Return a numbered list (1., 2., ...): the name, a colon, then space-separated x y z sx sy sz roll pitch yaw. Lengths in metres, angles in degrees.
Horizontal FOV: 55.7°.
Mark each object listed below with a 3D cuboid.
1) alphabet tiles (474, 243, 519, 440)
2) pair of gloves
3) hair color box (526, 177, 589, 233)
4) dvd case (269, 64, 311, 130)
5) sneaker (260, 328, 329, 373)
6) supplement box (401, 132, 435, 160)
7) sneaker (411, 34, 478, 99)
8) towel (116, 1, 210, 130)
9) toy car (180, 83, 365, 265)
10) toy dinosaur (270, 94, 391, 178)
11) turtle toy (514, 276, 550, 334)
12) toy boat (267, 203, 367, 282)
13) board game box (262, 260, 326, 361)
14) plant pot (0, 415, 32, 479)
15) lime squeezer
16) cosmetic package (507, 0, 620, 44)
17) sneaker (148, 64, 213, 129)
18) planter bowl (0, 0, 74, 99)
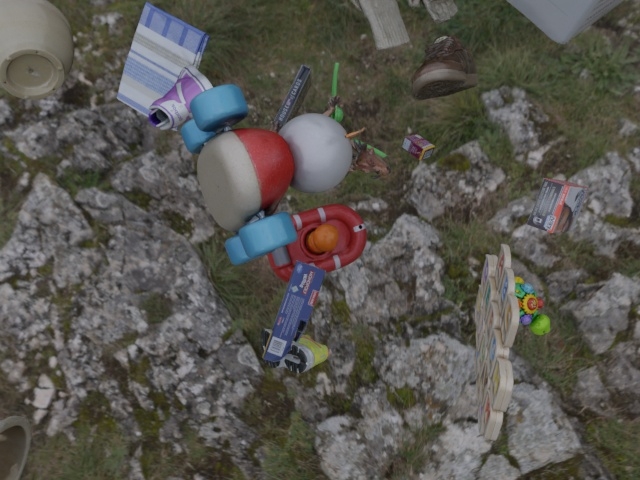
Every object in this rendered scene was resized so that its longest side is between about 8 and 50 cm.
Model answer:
1. alphabet tiles: 0.268 0.159 0.956 0.021 0.277 0.284 6 39 6
2. pair of gloves: 0.153 -0.490 1.162 0.240 0.042 0.204 -33 103 -23
3. hair color box: 0.457 -0.066 1.159 0.053 0.167 0.093 25 107 32
4. dvd case: -0.072 -0.346 1.555 0.030 0.238 0.179 26 96 -3
5. sneaker: -0.060 0.242 1.352 0.209 0.094 0.081 13 108 52
6. supplement box: 0.301 -0.289 1.870 0.055 0.043 0.083 -24 55 -38
7. sneaker: 0.147 -0.217 0.749 0.066 0.188 0.071 -16 95 25
8. towel: -0.427 -0.463 1.633 0.209 0.034 0.284 29 112 9
9. toy car: -0.045 -0.109 0.868 0.238 0.210 0.219 -21 89 -21
10. toy dinosaur: -0.007 -0.192 1.367 0.296 0.127 0.200 -19 54 2
11. turtle toy: 0.417 0.139 1.233 0.095 0.066 0.130 -46 106 -21
12. toy boat: 0.000 0.000 1.336 0.231 0.151 0.150 -19 90 -21
13. board game box: -0.042 0.122 1.177 0.060 0.194 0.194 20 98 2
14. plant pot: -0.603 0.325 0.765 0.306 0.334 0.333 24 71 -2
15. lime squeezer: 0.074 -0.345 1.736 0.110 0.310 0.058 -23 24 18
16. cosmetic package: 0.486 -0.641 1.056 0.327 0.393 0.329 -36 74 -26
17. sneaker: -0.344 -0.338 1.446 0.161 0.102 0.282 -31 23 -6
18. planter bowl: -0.474 -0.298 0.979 0.162 0.162 0.109 -28 58 -4
